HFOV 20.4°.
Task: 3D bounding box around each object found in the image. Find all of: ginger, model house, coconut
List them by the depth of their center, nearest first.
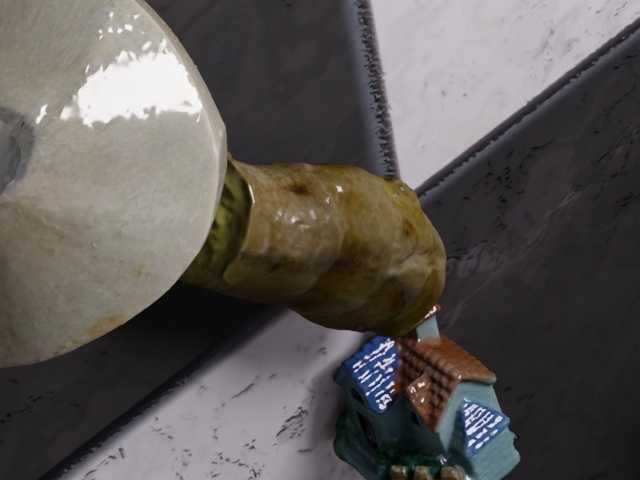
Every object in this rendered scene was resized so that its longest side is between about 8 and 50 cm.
[{"bbox_3d":[-0.160,-0.048,0.898,0.241,0.241,0.241,-30,139,-29],"label":"coconut"},{"bbox_3d":[0.000,0.000,1.243,0.263,0.116,0.109,18,66,-49],"label":"ginger"},{"bbox_3d":[0.074,0.117,1.410,0.119,0.148,0.148,-32,127,-20],"label":"model house"}]
